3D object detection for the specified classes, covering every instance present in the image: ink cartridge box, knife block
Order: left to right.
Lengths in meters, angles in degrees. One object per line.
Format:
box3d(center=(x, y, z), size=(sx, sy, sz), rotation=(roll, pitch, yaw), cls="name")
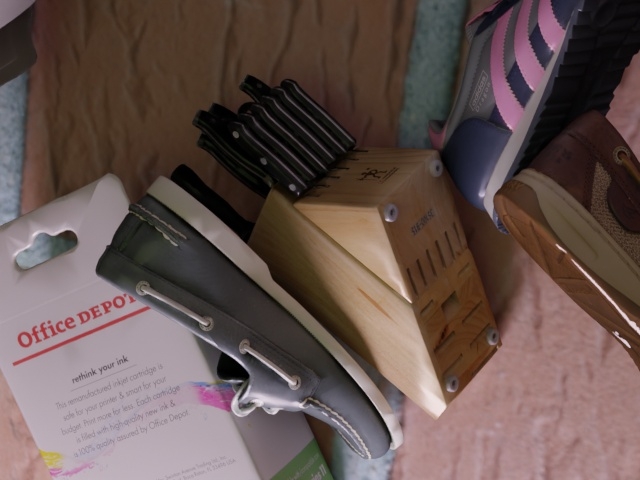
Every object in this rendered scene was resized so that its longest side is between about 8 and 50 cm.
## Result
box3d(center=(-0.151, 0.122, 1.341), size=(0.207, 0.119, 0.354), rotation=(-22, 95, 27), cls="ink cartridge box")
box3d(center=(0.000, 0.000, 1.255), size=(0.242, 0.088, 0.276), rotation=(4, 126, 43), cls="knife block")

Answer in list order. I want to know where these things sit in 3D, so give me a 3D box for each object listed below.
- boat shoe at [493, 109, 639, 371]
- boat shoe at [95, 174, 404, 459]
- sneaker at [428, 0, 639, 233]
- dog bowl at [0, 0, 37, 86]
box3d(center=(0.281, 0.044, 1.124), size=(0.342, 0.123, 0.123), rotation=(44, 82, -10), cls="boat shoe")
box3d(center=(-0.055, 0.086, 1.235), size=(0.099, 0.116, 0.319), rotation=(-47, 118, -10), cls="boat shoe")
box3d(center=(0.167, -0.166, 1.126), size=(0.131, 0.112, 0.319), rotation=(46, 123, 35), cls="sneaker")
box3d(center=(-0.287, -0.272, 1.189), size=(0.102, 0.348, 0.349), rotation=(39, 115, 23), cls="dog bowl")
